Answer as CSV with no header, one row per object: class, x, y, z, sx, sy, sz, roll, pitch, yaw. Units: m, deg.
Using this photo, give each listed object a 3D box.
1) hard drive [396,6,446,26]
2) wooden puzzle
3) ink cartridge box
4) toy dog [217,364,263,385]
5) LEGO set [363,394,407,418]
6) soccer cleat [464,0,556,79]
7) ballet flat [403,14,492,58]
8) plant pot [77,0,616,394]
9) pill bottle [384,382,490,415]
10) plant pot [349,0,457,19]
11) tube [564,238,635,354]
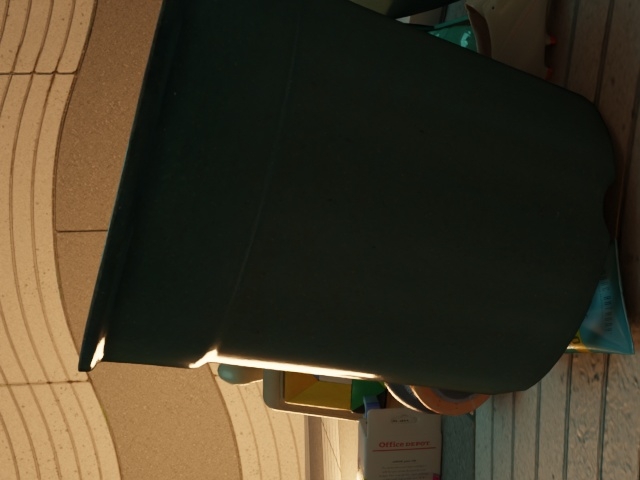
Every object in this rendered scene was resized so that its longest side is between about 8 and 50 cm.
hard drive,0.110,-0.374,1.269,0.233,0.047,0.353,97,170,-50
wooden puzzle,0.023,0.187,1.373,0.044,0.238,0.221,-63,-21,-58
ink cartridge box,0.105,0.297,1.221,0.061,0.104,0.182,-118,28,-74
toy dog,0.000,0.000,1.522,0.395,0.284,0.408,-47,-41,-62
LEGO set,0.103,0.311,1.318,0.093,0.086,0.227,-112,21,-72
soccer cleat,0.160,-0.220,0.756,0.068,0.076,0.196,-111,21,-71
ballet flat,0.121,-0.181,0.920,0.247,0.083,0.087,-152,66,-67
plant pot,0.016,-0.034,0.706,0.341,0.334,0.341,-166,90,-77
pill bottle,0.115,0.107,0.983,0.246,0.130,0.131,-126,35,-79
plant pot,0.058,-0.324,0.921,0.166,0.234,0.166,108,159,-73
tube,0.190,0.059,0.720,0.207,0.052,0.080,134,127,-73
